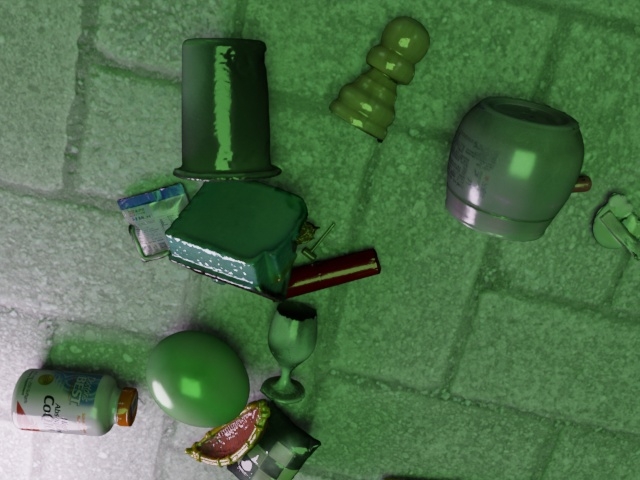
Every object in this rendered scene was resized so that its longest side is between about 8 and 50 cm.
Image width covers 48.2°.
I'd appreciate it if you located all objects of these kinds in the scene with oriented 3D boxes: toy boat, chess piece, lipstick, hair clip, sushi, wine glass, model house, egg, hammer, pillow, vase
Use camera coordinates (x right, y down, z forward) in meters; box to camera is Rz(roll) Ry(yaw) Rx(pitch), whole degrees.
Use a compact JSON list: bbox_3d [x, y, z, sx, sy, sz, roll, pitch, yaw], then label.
[{"bbox_3d":[-0.220,0.502,1.857,0.099,0.141,0.318,29,127,-36],"label":"toy boat"},{"bbox_3d":[0.141,-0.358,1.553,0.142,0.143,0.261,30,101,-9],"label":"chess piece"},{"bbox_3d":[0.008,0.083,1.738,0.279,0.073,0.073,-15,109,7],"label":"lipstick"},{"bbox_3d":[0.709,-0.028,1.695,0.116,0.049,0.172,-43,101,10],"label":"hair clip"},{"bbox_3d":[-0.056,-0.013,1.710,0.118,0.060,0.061,-34,101,11],"label":"sushi"},{"bbox_3d":[-0.076,0.277,1.782,0.126,0.126,0.241,10,113,-2],"label":"wine glass"},{"bbox_3d":[-0.172,0.025,1.652,0.280,0.230,0.249,20,146,20],"label":"model house"},{"bbox_3d":[-0.298,0.341,1.759,0.269,0.220,0.220,33,107,-16],"label":"egg"},{"bbox_3d":[0.586,-0.131,1.663,0.083,0.043,0.043,-5,110,6],"label":"hammer"},{"bbox_3d":[-0.124,0.568,1.891,0.186,0.106,0.250,38,106,18],"label":"pillow"},{"bbox_3d":[-0.200,-0.284,1.542,0.245,0.245,0.291,1,101,1],"label":"vase"},{"bbox_3d":[0.000,0.000,1.736,0.035,0.019,0.110,37,104,-12],"label":"hammer"}]

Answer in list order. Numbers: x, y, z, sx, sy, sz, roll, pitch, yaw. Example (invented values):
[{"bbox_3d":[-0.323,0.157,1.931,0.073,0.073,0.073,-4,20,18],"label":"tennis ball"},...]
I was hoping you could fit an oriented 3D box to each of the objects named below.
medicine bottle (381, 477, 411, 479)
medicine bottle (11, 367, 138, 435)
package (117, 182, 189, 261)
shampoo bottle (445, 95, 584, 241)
[{"bbox_3d":[0.276,0.691,1.953,0.218,0.074,0.074,6,110,0],"label":"medicine bottle"},{"bbox_3d":[-0.620,0.415,1.827,0.288,0.157,0.157,5,110,0],"label":"medicine bottle"},{"bbox_3d":[-0.383,-0.041,1.725,0.171,0.027,0.173,-13,110,10],"label":"package"},{"bbox_3d":[0.410,-0.155,1.535,0.272,0.273,0.266,10,119,-2],"label":"shampoo bottle"}]
